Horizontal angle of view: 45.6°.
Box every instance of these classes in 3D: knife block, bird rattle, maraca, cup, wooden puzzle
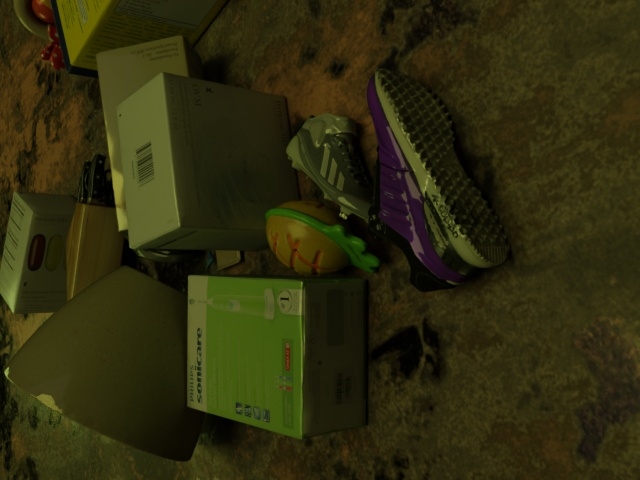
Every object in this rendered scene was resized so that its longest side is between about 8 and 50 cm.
[{"bbox_3d":[-0.434,-0.026,1.502,0.242,0.088,0.275,-58,35,39],"label":"knife block"},{"bbox_3d":[-0.539,-0.483,1.601,0.253,0.207,0.143,-37,43,31],"label":"bird rattle"},{"bbox_3d":[0.000,0.000,1.036,0.186,0.127,0.099,15,69,41],"label":"maraca"},{"bbox_3d":[-0.310,0.182,1.263,0.331,0.331,0.236,15,74,48],"label":"cup"},{"bbox_3d":[-0.155,0.010,1.282,0.116,0.014,0.078,-11,76,48],"label":"wooden puzzle"}]

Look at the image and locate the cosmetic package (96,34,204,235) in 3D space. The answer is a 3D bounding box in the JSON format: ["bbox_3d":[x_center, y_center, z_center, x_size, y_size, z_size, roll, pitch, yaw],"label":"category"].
[{"bbox_3d":[-0.266,-0.168,1.279,0.160,0.113,0.309,-12,80,5],"label":"cosmetic package"}]

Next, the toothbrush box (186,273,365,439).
[{"bbox_3d":[-0.072,0.153,1.102,0.283,0.122,0.206,-2,88,48],"label":"toothbrush box"}]

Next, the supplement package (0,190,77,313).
[{"bbox_3d":[-0.625,0.026,1.715,0.134,0.139,0.244,34,114,45],"label":"supplement package"}]

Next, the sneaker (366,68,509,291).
[{"bbox_3d":[0.100,-0.068,0.929,0.146,0.102,0.293,-41,60,41],"label":"sneaker"}]

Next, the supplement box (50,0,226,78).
[{"bbox_3d":[-0.302,-0.458,1.324,0.356,0.194,0.195,-38,62,41],"label":"supplement box"}]

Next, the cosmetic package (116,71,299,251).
[{"bbox_3d":[-0.161,-0.106,1.132,0.138,0.225,0.223,-19,75,44],"label":"cosmetic package"}]

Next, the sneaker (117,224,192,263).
[{"bbox_3d":[-0.303,-0.043,1.393,0.227,0.087,0.130,37,122,48],"label":"sneaker"}]

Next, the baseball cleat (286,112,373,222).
[{"bbox_3d":[0.030,-0.106,1.034,0.206,0.072,0.109,42,108,33],"label":"baseball cleat"}]
